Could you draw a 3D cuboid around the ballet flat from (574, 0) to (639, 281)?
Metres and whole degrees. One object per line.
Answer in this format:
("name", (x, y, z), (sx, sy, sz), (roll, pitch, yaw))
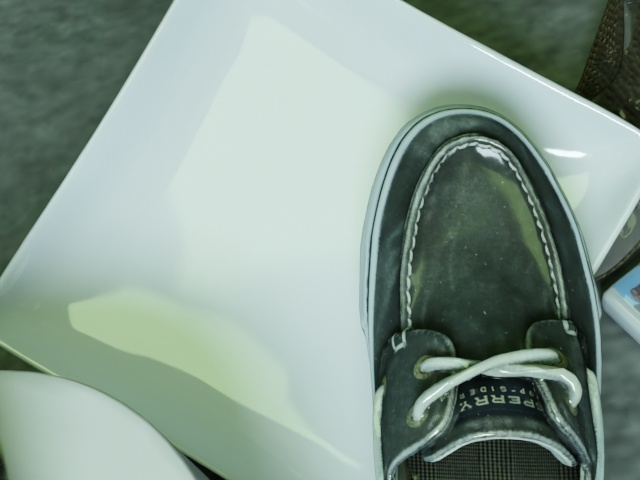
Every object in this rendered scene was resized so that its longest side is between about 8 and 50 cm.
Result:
("ballet flat", (0.186, -0.081, 0.620), (0.084, 0.058, 0.250), (19, 72, 10))

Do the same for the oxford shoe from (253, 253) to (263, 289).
("oxford shoe", (-0.071, -0.044, 0.643), (0.076, 0.076, 0.212), (-11, 60, 12))

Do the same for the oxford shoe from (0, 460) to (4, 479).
("oxford shoe", (-0.147, 0.152, 0.338), (0.082, 0.096, 0.227), (-25, 60, -4))

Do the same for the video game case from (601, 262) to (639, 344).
("video game case", (0.290, 0.046, 0.538), (0.183, 0.023, 0.201), (-36, 61, -9))

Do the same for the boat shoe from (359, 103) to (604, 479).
("boat shoe", (0.083, 0.088, 0.456), (0.121, 0.119, 0.335), (-5, 78, 2))

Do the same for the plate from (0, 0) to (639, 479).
("plate", (0.000, 0.000, 0.556), (0.277, 0.045, 0.278), (30, 85, 5))

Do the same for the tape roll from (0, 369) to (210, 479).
("tape roll", (-0.133, 0.203, 0.460), (0.246, 0.169, 0.246), (-6, 59, 10))
